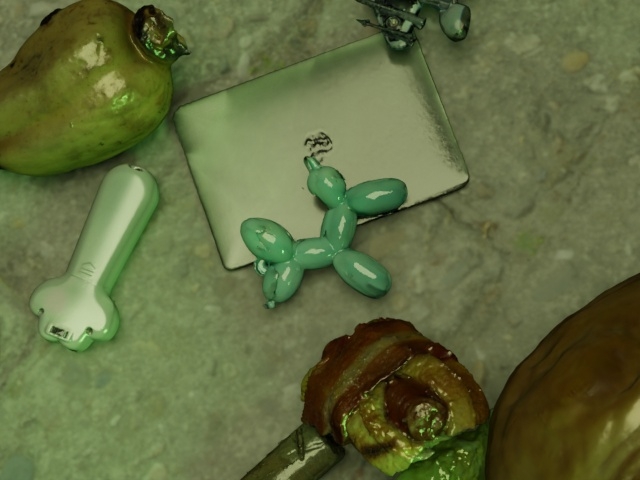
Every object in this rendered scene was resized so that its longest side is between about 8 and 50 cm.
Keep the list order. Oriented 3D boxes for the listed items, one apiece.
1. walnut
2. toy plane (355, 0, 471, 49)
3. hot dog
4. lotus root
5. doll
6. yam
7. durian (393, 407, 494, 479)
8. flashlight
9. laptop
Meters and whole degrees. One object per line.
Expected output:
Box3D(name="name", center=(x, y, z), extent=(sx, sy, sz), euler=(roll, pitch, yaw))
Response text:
Box3D(name="walnut", center=(0.338, 0.192, 1.241), extent=(0.398, 0.308, 0.354), euler=(-32, 63, -1))
Box3D(name="toy plane", center=(0.059, -0.292, 1.505), extent=(0.246, 0.078, 0.169), euler=(25, 80, 11))
Box3D(name="hot dog", center=(0.059, 0.134, 1.343), extent=(0.146, 0.213, 0.103), euler=(-32, 111, -18))
Box3D(name="lotus root", center=(-0.245, -0.155, 1.475), extent=(0.257, 0.140, 0.154), euler=(-28, 88, 9))
Box3D(name="doll", center=(0.000, 0.000, 1.440), extent=(0.158, 0.059, 0.159), euler=(16, 88, 2))
Box3D(name="yam", center=(-0.039, 0.229, 1.401), extent=(0.132, 0.054, 0.054), euler=(-40, 76, -3))
Box3D(name="durian", center=(0.093, 0.266, 1.331), extent=(0.101, 0.139, 0.250), euler=(40, 66, 9))
Box3D(name="flashlight", center=(-0.223, 0.015, 1.477), extent=(0.093, 0.047, 0.200), euler=(20, 77, 10))
Box3D(name="laptop", center=(-0.001, -0.096, 1.495), extent=(0.269, 0.015, 0.187), euler=(-20, 75, 1))
